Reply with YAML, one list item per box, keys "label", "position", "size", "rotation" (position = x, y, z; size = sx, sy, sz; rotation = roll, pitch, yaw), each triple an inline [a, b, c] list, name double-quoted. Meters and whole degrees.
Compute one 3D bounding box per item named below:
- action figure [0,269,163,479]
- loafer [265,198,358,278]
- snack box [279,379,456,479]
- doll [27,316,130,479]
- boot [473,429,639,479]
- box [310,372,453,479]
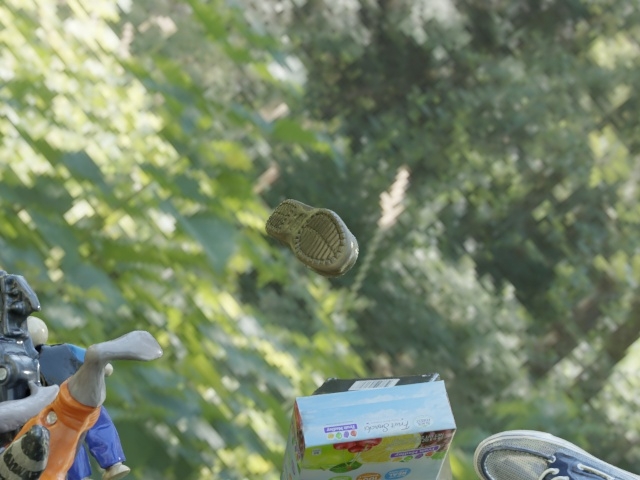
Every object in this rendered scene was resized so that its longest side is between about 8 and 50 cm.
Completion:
- label: "action figure"
  position: [-0.277, 0.170, 1.326]
  size: [0.178, 0.330, 0.341]
  rotation: [6, 67, -48]
- label: "loafer"
  position: [0.000, 0.000, 1.442]
  size: [0.050, 0.056, 0.148]
  rotation: [37, 0, -30]
- label: "snack box"
  position: [0.050, 0.246, 1.786]
  size: [0.207, 0.174, 0.070]
  rotation: [100, -19, -57]
- label: "doll"
  position: [-0.264, 0.162, 1.569]
  size: [0.189, 0.129, 0.046]
  rotation: [64, -27, 12]
- label: "boot"
  position: [0.216, 0.218, 1.350]
  size: [0.190, 0.069, 0.086]
  rotation: [14, 10, 20]
- label: "box"
  position: [0.079, 0.261, 2.010]
  size: [0.093, 0.156, 0.158]
  rotation: [-34, 117, -70]
